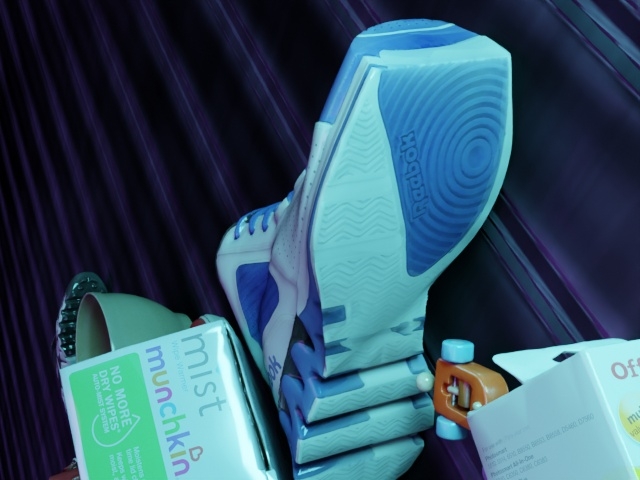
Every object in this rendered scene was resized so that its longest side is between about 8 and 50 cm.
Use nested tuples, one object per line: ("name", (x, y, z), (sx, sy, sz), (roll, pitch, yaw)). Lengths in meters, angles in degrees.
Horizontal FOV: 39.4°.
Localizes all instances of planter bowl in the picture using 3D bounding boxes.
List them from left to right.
("planter bowl", (-0.197, 0.133, 0.988), (0.162, 0.109, 0.162), (15, 107, 60))

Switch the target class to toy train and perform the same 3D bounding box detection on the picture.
("toy train", (0.104, 0.144, 0.508), (0.125, 0.046, 0.166), (6, 96, 62))

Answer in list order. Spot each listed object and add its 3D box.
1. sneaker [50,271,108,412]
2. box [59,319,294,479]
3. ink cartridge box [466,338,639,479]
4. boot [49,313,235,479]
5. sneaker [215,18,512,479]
("sneaker", (-0.361, 0.146, 1.322), (0.106, 0.078, 0.234), (36, 126, 52))
("box", (-0.072, 0.219, 0.656), (0.231, 0.127, 0.262), (76, 177, -72))
("ink cartridge box", (0.138, 0.106, 0.387), (0.090, 0.092, 0.143), (-48, 53, 52))
("boot", (-0.172, 0.189, 0.880), (0.088, 0.176, 0.244), (46, 130, 53))
("sneaker", (0.000, 0.001, 0.592), (0.182, 0.127, 0.315), (45, 133, 47))
